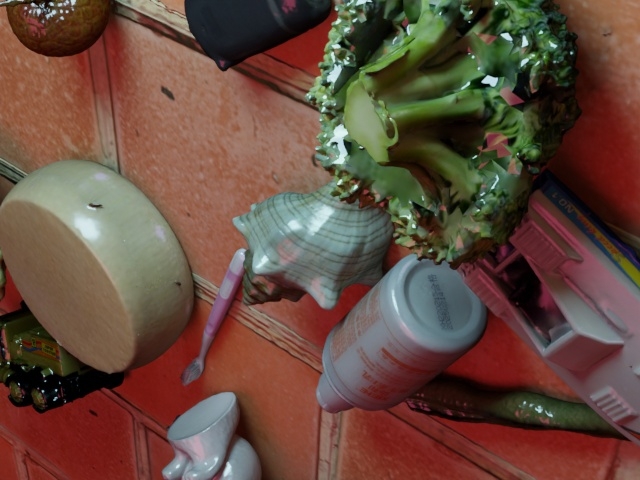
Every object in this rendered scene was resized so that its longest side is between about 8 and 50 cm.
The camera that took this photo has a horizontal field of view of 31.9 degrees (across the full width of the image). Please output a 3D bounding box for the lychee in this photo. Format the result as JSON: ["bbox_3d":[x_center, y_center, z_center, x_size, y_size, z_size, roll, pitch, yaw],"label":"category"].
[{"bbox_3d":[-0.260,-0.228,1.099,0.101,0.114,0.140,48,177,-20],"label":"lychee"}]

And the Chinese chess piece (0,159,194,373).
[{"bbox_3d":[-0.270,0.032,1.342,0.273,0.102,0.273,29,138,29],"label":"Chinese chess piece"}]

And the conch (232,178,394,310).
[{"bbox_3d":[-0.005,0.013,1.050,0.234,0.114,0.137,-16,122,44],"label":"conch"}]

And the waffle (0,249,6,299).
[{"bbox_3d":[-0.465,-0.046,1.475,0.250,0.056,0.261,54,147,27],"label":"waffle"}]

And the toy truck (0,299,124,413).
[{"bbox_3d":[-0.398,0.153,1.563,0.257,0.127,0.127,2,107,46],"label":"toy truck"}]

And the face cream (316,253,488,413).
[{"bbox_3d":[0.056,0.108,1.069,0.101,0.101,0.251,47,143,5],"label":"face cream"}]

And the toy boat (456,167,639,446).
[{"bbox_3d":[0.238,0.088,0.875,0.295,0.088,0.129,47,142,6],"label":"toy boat"}]

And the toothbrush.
[{"bbox_3d":[-0.125,0.096,1.309,0.020,0.025,0.286,42,141,12],"label":"toothbrush"}]

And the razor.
[{"bbox_3d":[-0.061,-0.205,0.968,0.148,0.054,0.090,-17,104,50],"label":"razor"}]

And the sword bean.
[{"bbox_3d":[0.190,0.155,1.024,0.269,0.038,0.043,0,154,46],"label":"sword bean"}]

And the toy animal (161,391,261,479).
[{"bbox_3d":[-0.109,0.311,1.393,0.104,0.131,0.220,-13,114,35],"label":"toy animal"}]

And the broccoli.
[{"bbox_3d":[0.087,-0.109,0.802,0.198,0.176,0.226,24,150,24],"label":"broccoli"}]
